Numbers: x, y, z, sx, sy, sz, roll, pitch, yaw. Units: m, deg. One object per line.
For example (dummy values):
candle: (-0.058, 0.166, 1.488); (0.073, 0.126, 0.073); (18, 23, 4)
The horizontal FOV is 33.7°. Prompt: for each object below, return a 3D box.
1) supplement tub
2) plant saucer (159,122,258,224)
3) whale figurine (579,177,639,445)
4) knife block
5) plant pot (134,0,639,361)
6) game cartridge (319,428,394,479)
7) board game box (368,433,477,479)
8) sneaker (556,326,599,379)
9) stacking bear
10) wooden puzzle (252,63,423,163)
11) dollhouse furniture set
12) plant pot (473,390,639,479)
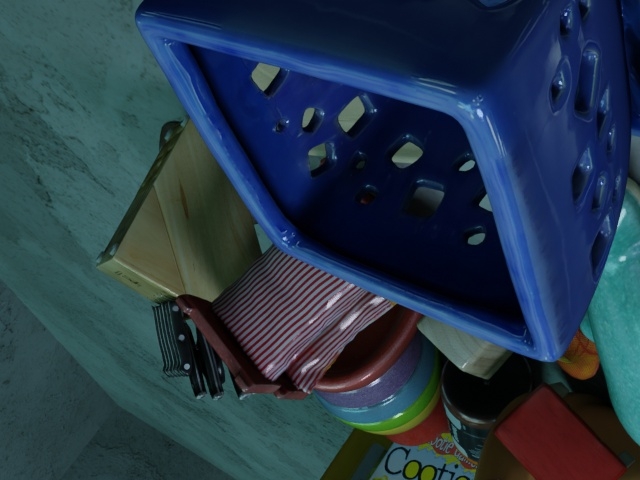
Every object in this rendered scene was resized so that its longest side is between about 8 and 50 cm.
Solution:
supplement tub: (0.198, 0.201, 1.228); (0.106, 0.106, 0.198); (26, 157, 26)
plant saucer: (-0.135, -0.072, 1.274); (0.168, 0.029, 0.168); (34, 159, 15)
whale figurine: (0.260, 0.071, 0.797); (0.272, 0.141, 0.216); (44, 159, -17)
knife block: (-0.104, 0.027, 1.150); (0.242, 0.276, 0.088); (31, 161, -18)
plant pot: (0.073, -0.101, 0.627); (0.236, 0.212, 0.236); (22, 154, 35)
game cartridge: (0.105, 0.468, 1.638); (0.285, 0.324, 0.053); (34, 148, 6)
board game box: (0.139, 0.408, 1.523); (0.142, 0.275, 0.144); (22, 155, 33)
sneaker: (0.218, 0.086, 1.004); (0.064, 0.067, 0.175); (14, 152, 42)
stacking bear: (0.078, 0.154, 1.252); (0.175, 0.164, 0.289); (5, 153, 29)
wooden puzzle: (-0.013, -0.168, 0.873); (0.221, 0.044, 0.239); (10, 142, 51)
dollhouse furniture set: (0.073, 0.129, 0.960); (0.374, 0.201, 0.152); (47, -173, 23)
plant pot: (0.308, 0.294, 1.045); (0.203, 0.291, 0.291); (-8, 134, 40)
